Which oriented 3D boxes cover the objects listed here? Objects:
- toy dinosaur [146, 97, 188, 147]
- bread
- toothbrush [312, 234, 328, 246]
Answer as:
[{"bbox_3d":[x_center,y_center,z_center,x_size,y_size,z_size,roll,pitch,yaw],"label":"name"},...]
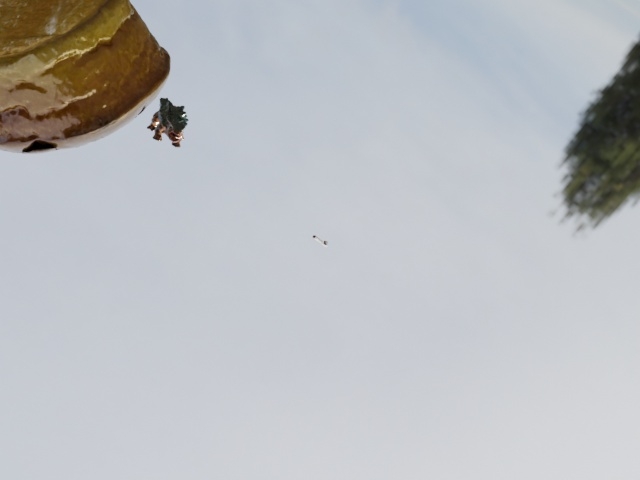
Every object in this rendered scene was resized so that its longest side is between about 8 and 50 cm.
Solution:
[{"bbox_3d":[-0.217,-0.172,1.698,0.049,0.055,0.154,16,-159,-22],"label":"toy dinosaur"},{"bbox_3d":[-0.285,-0.181,1.240,0.195,0.269,0.143,-53,-47,-39],"label":"bread"},{"bbox_3d":[0.000,0.000,1.748,0.006,0.008,0.097,9,175,12],"label":"toothbrush"}]
